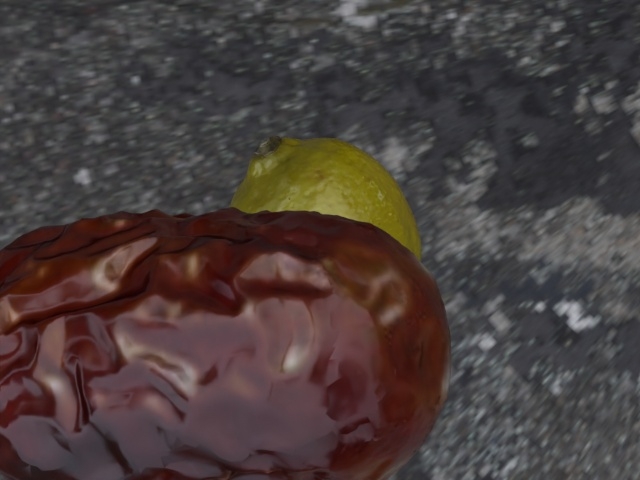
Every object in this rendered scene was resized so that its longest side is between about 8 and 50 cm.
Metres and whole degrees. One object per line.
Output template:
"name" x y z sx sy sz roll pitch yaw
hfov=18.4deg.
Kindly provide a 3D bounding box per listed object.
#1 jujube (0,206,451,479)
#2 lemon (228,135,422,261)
"jujube" -0.040 0.042 0.648 0.176 0.112 0.109 -3 118 32
"lemon" 0.000 0.000 1.105 0.109 0.109 0.133 -29 104 20
